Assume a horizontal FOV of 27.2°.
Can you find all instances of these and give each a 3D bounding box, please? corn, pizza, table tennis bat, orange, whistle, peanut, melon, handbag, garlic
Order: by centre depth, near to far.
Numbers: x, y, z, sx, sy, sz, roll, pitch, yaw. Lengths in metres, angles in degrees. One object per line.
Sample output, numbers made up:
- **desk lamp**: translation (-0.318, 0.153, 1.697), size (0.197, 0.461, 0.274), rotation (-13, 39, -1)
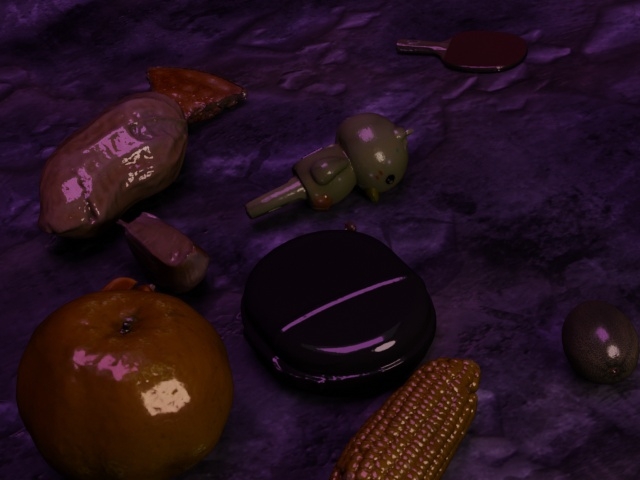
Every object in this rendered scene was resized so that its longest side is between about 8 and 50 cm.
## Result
- **corn**: translation (0.104, 0.250, 1.612), size (0.119, 0.119, 0.322), rotation (11, 37, 26)
- **orange**: translation (-0.247, 0.191, 1.680), size (0.279, 0.235, 0.279), rotation (5, 32, -3)
- **melon**: translation (0.364, 0.132, 1.722), size (0.098, 0.098, 0.131), rotation (-8, 33, 3)
- **handbag**: translation (0.020, 0.097, 1.852), size (0.253, 0.093, 0.308), rotation (-23, 39, -18)
- **garlic**: translation (-0.230, 0.021, 2.002), size (0.087, 0.101, 0.195), rotation (-41, 41, -14)
- **whistle**: translation (0.028, -0.096, 2.108), size (0.294, 0.141, 0.141), rotation (-40, 43, -7)
- **peanut**: translation (-0.345, -0.120, 2.181), size (0.174, 0.158, 0.340), rotation (43, 61, 13)
- **pizza**: translation (-0.256, -0.247, 2.402), size (0.201, 0.053, 0.193), rotation (20, 43, 18)
- **table tennis bat**: translation (0.262, -0.355, 2.459), size (0.246, 0.022, 0.138), rotation (8, 39, 19)

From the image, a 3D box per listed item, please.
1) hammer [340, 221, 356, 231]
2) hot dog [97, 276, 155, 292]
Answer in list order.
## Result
- **hammer**: translation (0.000, 0.000, 2.051), size (0.123, 0.014, 0.029), rotation (-24, 30, -16)
- **hot dog**: translation (-0.329, 0.129, 1.917), size (0.235, 0.062, 0.092), rotation (-37, 44, -27)
